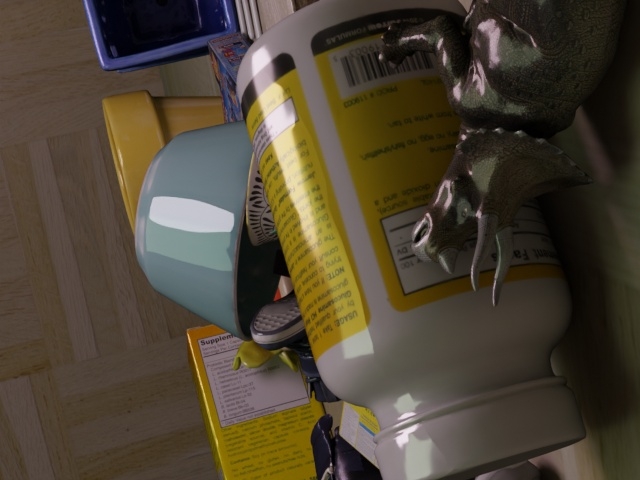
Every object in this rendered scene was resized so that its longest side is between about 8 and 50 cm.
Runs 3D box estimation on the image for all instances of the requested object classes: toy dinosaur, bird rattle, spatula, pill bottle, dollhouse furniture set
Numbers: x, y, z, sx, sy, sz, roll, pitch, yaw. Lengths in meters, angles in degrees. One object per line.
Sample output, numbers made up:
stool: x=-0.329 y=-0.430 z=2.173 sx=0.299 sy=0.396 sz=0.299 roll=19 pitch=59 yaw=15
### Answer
toy dinosaur: x=0.123 y=-0.134 z=0.638 sx=0.160 sy=0.121 sz=0.314 roll=47 pitch=136 yaw=36
bird rattle: x=-0.067 y=0.091 z=1.810 sx=0.207 sy=0.143 sz=0.254 roll=167 pitch=102 yaw=-67
spatula: x=-0.125 y=-0.409 z=1.648 sx=0.168 sy=0.019 sz=0.242 roll=-136 pitch=34 yaw=-67
pill bottle: x=0.067 y=0.002 z=0.794 sx=0.188 sy=0.187 sz=0.334 roll=111 pitch=144 yaw=-70
dollhouse furniture set: x=0.000 y=0.000 z=1.552 sx=0.081 sy=0.091 sz=0.114 roll=2 pitch=-81 yaw=-62

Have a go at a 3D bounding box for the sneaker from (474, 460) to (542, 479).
sneaker: x=0.183 y=0.312 z=0.917 sx=0.115 sy=0.105 sz=0.281 roll=5 pitch=107 yaw=42

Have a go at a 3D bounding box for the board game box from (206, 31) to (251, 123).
board game box: x=-0.117 y=-0.222 z=1.703 sx=0.194 sy=0.060 sz=0.194 roll=87 pitch=163 yaw=-48

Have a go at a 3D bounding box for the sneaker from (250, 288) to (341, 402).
sneaker: x=-0.010 y=0.144 z=1.405 sx=0.226 sy=0.086 sz=0.164 roll=-32 pitch=-65 yaw=-63

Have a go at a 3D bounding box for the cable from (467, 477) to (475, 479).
cable: x=0.117 y=0.283 z=1.164 sx=0.287 sy=0.072 sz=0.140 roll=112 pitch=143 yaw=-71

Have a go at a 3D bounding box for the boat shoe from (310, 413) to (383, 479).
boat shoe: x=0.056 y=0.327 z=1.374 sx=0.341 sy=0.127 sz=0.158 roll=91 pitch=165 yaw=-59

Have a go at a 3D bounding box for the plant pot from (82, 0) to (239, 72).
plant pot: x=-0.270 y=-0.408 z=1.839 sx=0.212 sy=0.235 sz=0.236 roll=-169 pitch=65 yaw=-85

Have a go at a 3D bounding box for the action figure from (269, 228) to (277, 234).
action figure: x=0.049 y=-0.019 z=1.088 sx=0.232 sy=0.137 sz=0.064 roll=178 pitch=91 yaw=-69

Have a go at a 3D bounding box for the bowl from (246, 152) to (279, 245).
bowl: x=-0.033 y=-0.071 z=1.385 sx=0.170 sy=0.080 sz=0.170 roll=9 pitch=-90 yaw=-80

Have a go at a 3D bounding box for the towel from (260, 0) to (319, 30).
towel: x=-0.042 y=-0.311 z=1.305 sx=0.187 sy=0.049 sz=0.282 roll=171 pitch=85 yaw=-80

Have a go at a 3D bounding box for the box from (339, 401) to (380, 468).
box: x=0.073 y=0.145 z=1.150 sx=0.105 sy=0.043 sz=0.179 roll=33 pitch=123 yaw=49

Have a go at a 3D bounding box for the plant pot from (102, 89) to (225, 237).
plant pot: x=-0.238 y=-0.149 z=1.930 sx=0.254 sy=0.238 sz=0.254 roll=166 pitch=90 yaw=-78

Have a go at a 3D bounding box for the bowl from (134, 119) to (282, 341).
bowl: x=-0.145 y=-0.029 z=1.497 sx=0.311 sy=0.163 sz=0.312 roll=9 pitch=-90 yaw=-80

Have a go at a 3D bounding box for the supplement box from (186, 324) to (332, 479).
supplement box: x=-0.100 y=0.321 z=1.930 sx=0.195 sy=0.194 sz=0.357 roll=108 pitch=147 yaw=-68
